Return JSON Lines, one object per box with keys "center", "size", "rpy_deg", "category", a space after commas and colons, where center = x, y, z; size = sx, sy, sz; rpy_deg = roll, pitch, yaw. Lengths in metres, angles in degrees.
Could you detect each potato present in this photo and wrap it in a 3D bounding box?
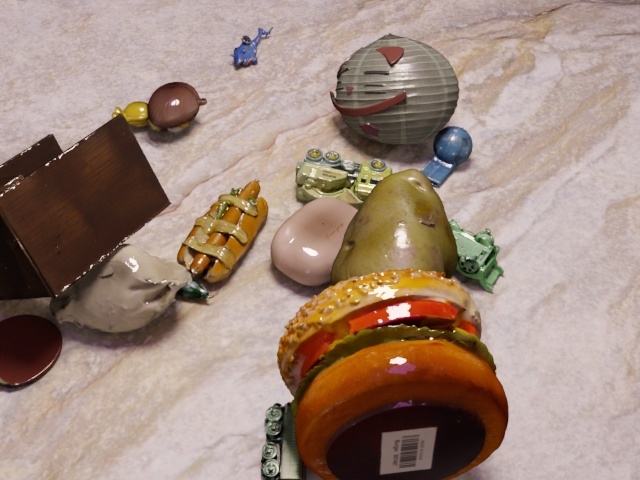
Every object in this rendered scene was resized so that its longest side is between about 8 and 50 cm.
{"center": [0.134, 0.015, 1.623], "size": [0.203, 0.218, 0.351], "rpy_deg": [-4, 51, 25], "category": "potato"}

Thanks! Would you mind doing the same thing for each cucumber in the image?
{"center": [-0.258, 0.070, 1.649], "size": [0.155, 0.037, 0.037], "rpy_deg": [25, 47, 16], "category": "cucumber"}

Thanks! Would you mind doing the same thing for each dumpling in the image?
{"center": [-0.336, 0.068, 1.584], "size": [0.247, 0.142, 0.172], "rpy_deg": [-8, 25, 5], "category": "dumpling"}

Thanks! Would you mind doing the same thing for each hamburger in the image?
{"center": [0.103, 0.200, 1.380], "size": [0.330, 0.330, 0.250], "rpy_deg": [0, 46, -9], "category": "hamburger"}

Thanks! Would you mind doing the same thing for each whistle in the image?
{"center": [0.268, -0.188, 1.954], "size": [0.090, 0.090, 0.158], "rpy_deg": [28, 48, 18], "category": "whistle"}

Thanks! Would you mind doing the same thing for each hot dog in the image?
{"center": [-0.174, -0.021, 1.729], "size": [0.109, 0.072, 0.269], "rpy_deg": [22, 48, 9], "category": "hot dog"}

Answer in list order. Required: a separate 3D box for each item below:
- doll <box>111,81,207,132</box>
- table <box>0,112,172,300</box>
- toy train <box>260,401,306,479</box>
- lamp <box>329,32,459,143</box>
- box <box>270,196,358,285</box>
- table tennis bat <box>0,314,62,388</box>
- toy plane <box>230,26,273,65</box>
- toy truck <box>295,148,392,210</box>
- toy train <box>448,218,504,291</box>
{"center": [-0.332, -0.274, 1.948], "size": [0.188, 0.096, 0.145], "rpy_deg": [-3, 25, 23], "category": "doll"}
{"center": [-0.452, -0.057, 1.559], "size": [0.251, 0.196, 0.282], "rpy_deg": [-6, 29, 45], "category": "table"}
{"center": [-0.054, 0.314, 1.440], "size": [0.071, 0.038, 0.148], "rpy_deg": [6, 46, -3], "category": "toy train"}
{"center": [0.155, -0.315, 1.952], "size": [0.265, 0.233, 0.233], "rpy_deg": [0, 32, 43], "category": "lamp"}
{"center": [0.000, 0.000, 1.722], "size": [0.146, 0.088, 0.200], "rpy_deg": [33, 49, 20], "category": "box"}
{"center": [-0.512, 0.197, 1.497], "size": [0.130, 0.019, 0.220], "rpy_deg": [30, 47, 19], "category": "table tennis bat"}
{"center": [-0.158, -0.450, 2.175], "size": [0.062, 0.054, 0.167], "rpy_deg": [36, 47, -9], "category": "toy plane"}
{"center": [0.040, -0.104, 1.833], "size": [0.191, 0.085, 0.116], "rpy_deg": [11, 46, 4], "category": "toy truck"}
{"center": [0.270, 0.026, 1.753], "size": [0.149, 0.081, 0.099], "rpy_deg": [22, 47, 20], "category": "toy train"}
